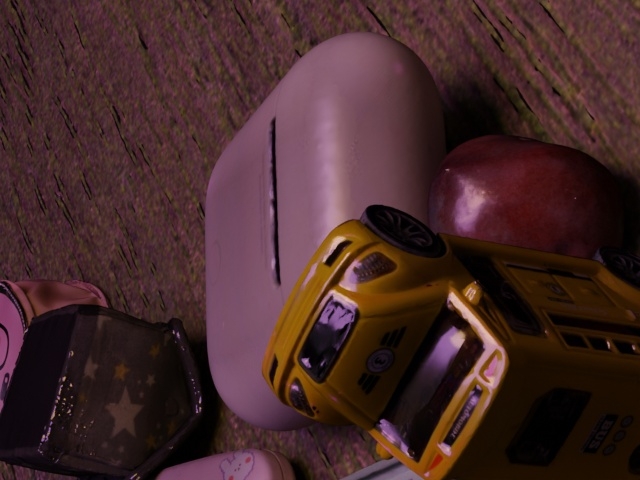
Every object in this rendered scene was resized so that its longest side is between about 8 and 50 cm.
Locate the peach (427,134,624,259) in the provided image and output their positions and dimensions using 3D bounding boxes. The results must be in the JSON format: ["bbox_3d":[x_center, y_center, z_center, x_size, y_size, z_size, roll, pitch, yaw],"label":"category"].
[{"bbox_3d":[0.151,-0.022,1.473,0.152,0.152,0.152,-21,64,52],"label":"peach"}]

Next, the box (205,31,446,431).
[{"bbox_3d":[-0.001,0.000,1.647,0.349,0.141,0.288,139,134,-62],"label":"box"}]

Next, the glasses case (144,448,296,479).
[{"bbox_3d":[-0.118,0.272,1.843,0.297,0.075,0.113,-23,60,50],"label":"glasses case"}]

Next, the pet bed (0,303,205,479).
[{"bbox_3d":[-0.219,0.163,1.951,0.211,0.159,0.183,-20,53,63],"label":"pet bed"}]

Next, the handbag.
[{"bbox_3d":[-0.324,0.128,2.149,0.205,0.116,0.179,15,94,55],"label":"handbag"}]

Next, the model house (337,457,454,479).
[{"bbox_3d":[0.076,0.270,1.437,0.224,0.198,0.215,-34,29,48],"label":"model house"}]

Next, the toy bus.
[{"bbox_3d":[0.132,0.085,1.303,0.151,0.331,0.145,53,124,44],"label":"toy bus"}]
